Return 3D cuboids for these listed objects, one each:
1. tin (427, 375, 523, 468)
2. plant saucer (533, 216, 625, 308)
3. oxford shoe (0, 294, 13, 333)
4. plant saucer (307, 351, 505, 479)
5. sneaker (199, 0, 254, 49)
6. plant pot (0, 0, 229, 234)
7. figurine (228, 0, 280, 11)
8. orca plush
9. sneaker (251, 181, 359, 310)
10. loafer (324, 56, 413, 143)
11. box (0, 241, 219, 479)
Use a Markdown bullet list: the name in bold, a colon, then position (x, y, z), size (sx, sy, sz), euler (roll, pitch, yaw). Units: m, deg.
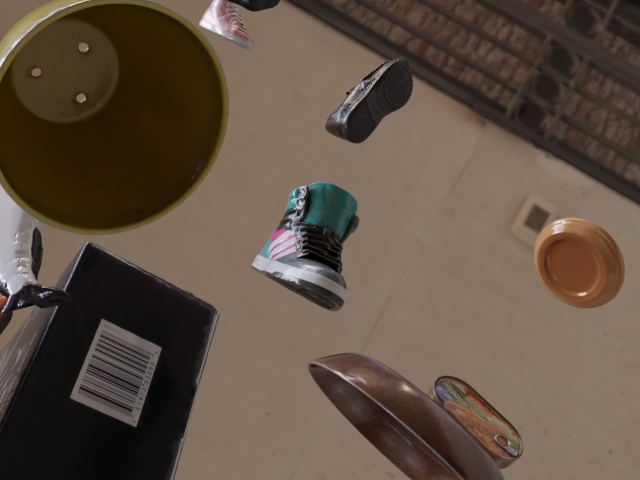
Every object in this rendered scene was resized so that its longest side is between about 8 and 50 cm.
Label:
- **tin**: position (0.267, 0.315, 1.374), size (0.106, 0.190, 0.040), euler (-23, -31, -48)
- **plant saucer**: position (0.525, 0.051, 1.633), size (0.037, 0.200, 0.200), euler (-24, -26, -39)
- **oxford shoe**: position (-0.560, 0.214, 1.169), size (0.130, 0.132, 0.363), euler (-15, 27, 25)
- **plant saucer**: position (0.062, 0.129, 0.524), size (0.029, 0.168, 0.168), euler (-46, -7, -16)
- **sneaker**: position (-0.156, -0.387, 1.392), size (0.051, 0.134, 0.070), euler (22, -80, -53)
- **plant pot**: position (-0.134, -0.084, 0.456), size (0.134, 0.095, 0.134), euler (-20, -52, -27)
- **figurine**: position (-0.116, -0.360, 0.764), size (0.209, 0.215, 0.092), euler (107, -173, -50)
- **orca plush**: position (-0.413, 0.008, 1.128), size (0.151, 0.287, 0.102), euler (-41, -38, -10)
- **sneaker**: position (0.000, 0.000, 1.212), size (0.178, 0.124, 0.295), euler (-60, 21, -5)
- **loafer**: position (0.079, -0.241, 1.314), size (0.220, 0.078, 0.080), euler (-45, -49, -38)
- **box**: position (-0.465, 0.347, 1.435), size (0.472, 0.297, 0.480), euler (-44, 25, 38)
